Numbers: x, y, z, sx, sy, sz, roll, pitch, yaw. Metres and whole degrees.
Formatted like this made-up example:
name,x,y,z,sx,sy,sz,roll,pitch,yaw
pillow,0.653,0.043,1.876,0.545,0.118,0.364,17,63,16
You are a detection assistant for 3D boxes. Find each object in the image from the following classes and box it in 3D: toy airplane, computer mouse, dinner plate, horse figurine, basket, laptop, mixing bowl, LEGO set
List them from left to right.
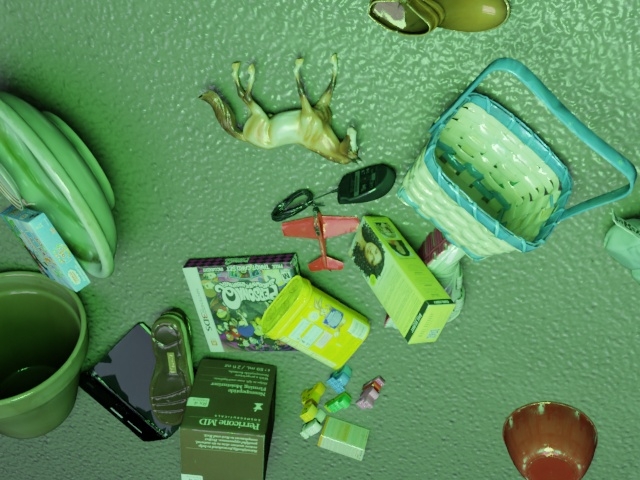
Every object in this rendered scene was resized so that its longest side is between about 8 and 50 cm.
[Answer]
name,x,y,z,sx,sy,sz,roll,pitch,yaw
dinner plate,-0.599,-0.118,1.284,0.141,0.017,0.141,37,150,25
laptop,-0.406,0.332,1.566,0.234,0.136,0.264,45,146,-10
horse figurine,-0.064,-0.210,1.131,0.263,0.066,0.174,-1,112,14
toy airplane,0.000,0.000,1.252,0.151,0.028,0.151,6,120,11
LEGO set,0.014,0.338,1.400,0.227,0.093,0.087,-38,103,30
computer mouse,0.023,-0.072,1.186,0.242,0.071,0.041,-15,135,26
basket,0.264,-0.110,0.994,0.255,0.201,0.289,41,152,-9
mixing bowl,0.441,0.411,1.316,0.181,0.098,0.181,8,121,13

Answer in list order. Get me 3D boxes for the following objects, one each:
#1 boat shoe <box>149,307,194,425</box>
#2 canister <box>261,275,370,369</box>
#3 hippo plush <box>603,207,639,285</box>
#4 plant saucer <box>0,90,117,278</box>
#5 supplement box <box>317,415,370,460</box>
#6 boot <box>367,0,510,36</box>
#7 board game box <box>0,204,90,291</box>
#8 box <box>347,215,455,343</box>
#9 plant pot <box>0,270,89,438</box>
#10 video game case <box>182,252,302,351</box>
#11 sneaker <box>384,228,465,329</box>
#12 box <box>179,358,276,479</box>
name,x,y,z,sx,sy,sz,roll,pitch,yaw
boat shoe,-0.304,0.263,1.446,0.095,0.095,0.257,8,111,1
canister,-0.007,0.158,1.282,0.170,0.073,0.126,33,106,-24
hippo plush,0.571,-0.032,0.999,0.294,0.234,0.236,41,91,-26
plant saucer,-0.474,-0.116,1.223,0.400,0.100,0.400,36,151,24
supplement box,0.050,0.420,1.455,0.098,0.062,0.036,17,121,7
boot,0.164,-0.315,0.953,0.197,0.152,0.073,10,121,10
board game box,-0.541,0.012,1.339,0.211,0.039,0.160,9,132,51
box,0.128,0.060,1.139,0.058,0.232,0.087,0,127,-31
plant pot,-0.643,0.276,1.455,0.323,0.323,0.280,15,137,7
video game case,-0.137,0.128,1.355,0.232,0.042,0.210,-3,119,17
sneaker,0.210,0.075,1.200,0.111,0.103,0.252,25,129,-4
box,-0.184,0.375,1.400,0.168,0.203,0.167,5,121,0
